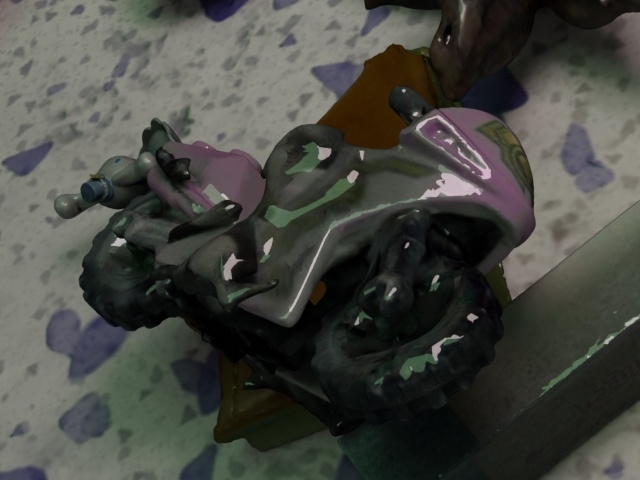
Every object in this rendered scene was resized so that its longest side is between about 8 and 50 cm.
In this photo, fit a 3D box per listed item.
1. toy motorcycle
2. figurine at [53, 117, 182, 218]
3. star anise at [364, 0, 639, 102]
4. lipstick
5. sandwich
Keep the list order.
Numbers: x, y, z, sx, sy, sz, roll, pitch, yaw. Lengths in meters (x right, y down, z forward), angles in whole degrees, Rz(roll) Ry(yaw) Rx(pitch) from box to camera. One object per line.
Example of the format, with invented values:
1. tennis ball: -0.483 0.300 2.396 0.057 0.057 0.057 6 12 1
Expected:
1. toy motorcycle: -0.002 -0.002 1.001 0.327 0.143 0.188 16 62 50
2. figurine: -0.127 -0.032 1.196 0.086 0.094 0.082 -26 82 -29
3. star anise: 0.122 -0.189 1.148 0.198 0.110 0.257 -18 33 -3
4. lipstick: 0.159 0.049 0.995 0.317 0.066 0.068 -38 48 -2
5. sandwich: 0.000 0.000 1.118 0.212 0.063 0.245 -21 49 13
